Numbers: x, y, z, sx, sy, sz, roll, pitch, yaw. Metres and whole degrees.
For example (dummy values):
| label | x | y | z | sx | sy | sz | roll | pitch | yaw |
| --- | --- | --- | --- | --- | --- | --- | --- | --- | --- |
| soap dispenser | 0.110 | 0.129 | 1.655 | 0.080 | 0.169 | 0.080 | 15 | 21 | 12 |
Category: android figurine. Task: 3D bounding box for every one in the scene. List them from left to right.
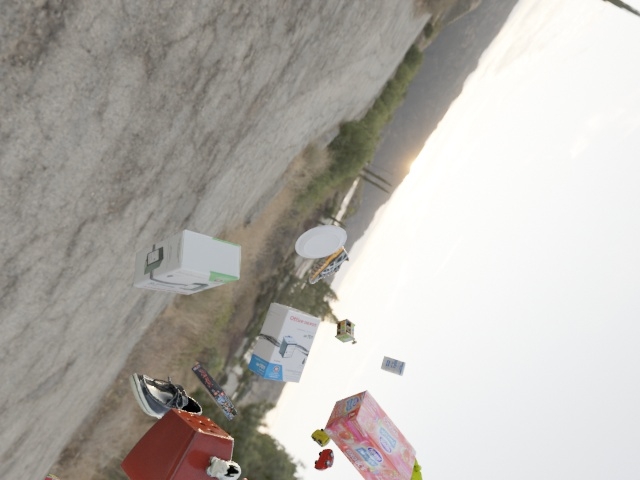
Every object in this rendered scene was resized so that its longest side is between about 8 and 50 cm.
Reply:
| label | x | y | z | sx | sy | sz | roll | pitch | yaw |
| --- | --- | --- | --- | --- | --- | --- | --- | --- | --- |
| android figurine | 0.346 | 0.931 | 1.805 | 0.272 | 0.056 | 0.248 | 103 | -17 | -54 |

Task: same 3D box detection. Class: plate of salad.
| label | x | y | z | sx | sy | sz | roll | pitch | yaw |
| --- | --- | --- | --- | --- | --- | --- | --- | --- | --- |
| plate of salad | 0.000 | 0.000 | 1.759 | 0.199 | 0.200 | 0.048 | -59 | -142 | 44 |

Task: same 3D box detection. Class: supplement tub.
| label | x | y | z | sx | sy | sz | roll | pitch | yaw |
| --- | --- | --- | --- | --- | --- | --- | --- | --- | --- |
| supplement tub | 0.340 | 0.586 | 2.178 | 0.071 | 0.107 | 0.070 | 14 | 90 | -77 |

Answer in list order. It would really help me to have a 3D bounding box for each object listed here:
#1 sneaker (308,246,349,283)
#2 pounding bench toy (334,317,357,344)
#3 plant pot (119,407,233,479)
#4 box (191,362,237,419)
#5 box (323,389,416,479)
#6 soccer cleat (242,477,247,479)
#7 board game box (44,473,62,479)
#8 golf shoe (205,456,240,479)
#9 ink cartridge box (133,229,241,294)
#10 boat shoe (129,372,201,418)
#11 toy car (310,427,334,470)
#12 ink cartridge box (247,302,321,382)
| label | x | y | z | sx | sy | sz | roll | pitch | yaw |
| --- | --- | --- | --- | --- | --- | --- | --- | --- | --- |
| sneaker | 0.038 | 0.117 | 2.034 | 0.215 | 0.083 | 0.084 | -43 | -163 | -4 |
| pounding bench toy | 0.094 | 0.311 | 1.589 | 0.052 | 0.083 | 0.065 | -24 | -138 | 31 |
| plant pot | -0.453 | 0.727 | 1.572 | 0.268 | 0.267 | 0.235 | 15 | -107 | 45 |
| box | -0.453 | 0.641 | 1.987 | 0.044 | 0.233 | 0.159 | -35 | 126 | -25 |
| box | 0.173 | 0.682 | 1.589 | 0.154 | 0.299 | 0.142 | -32 | -170 | 30 |
| soccer cleat | -0.203 | 0.656 | 1.199 | 0.036 | 0.029 | 0.083 | -29 | -142 | 20 |
| board game box | -0.852 | 0.853 | 1.388 | 0.259 | 0.124 | 0.039 | -64 | 149 | -26 |
| golf shoe | -0.291 | 0.746 | 1.497 | 0.176 | 0.086 | 0.069 | 54 | 44 | -53 |
| ink cartridge box | -0.424 | 0.080 | 1.477 | 0.289 | 0.211 | 0.121 | -19 | -116 | 40 |
| boat shoe | -0.701 | 0.721 | 2.130 | 0.156 | 0.187 | 0.500 | -33 | 137 | -9 |
| toy car | 0.075 | 0.806 | 1.857 | 0.225 | 0.053 | 0.239 | -26 | -167 | 0 |
| ink cartridge box | -0.098 | 0.284 | 1.290 | 0.082 | 0.140 | 0.190 | 16 | -97 | 46 |
